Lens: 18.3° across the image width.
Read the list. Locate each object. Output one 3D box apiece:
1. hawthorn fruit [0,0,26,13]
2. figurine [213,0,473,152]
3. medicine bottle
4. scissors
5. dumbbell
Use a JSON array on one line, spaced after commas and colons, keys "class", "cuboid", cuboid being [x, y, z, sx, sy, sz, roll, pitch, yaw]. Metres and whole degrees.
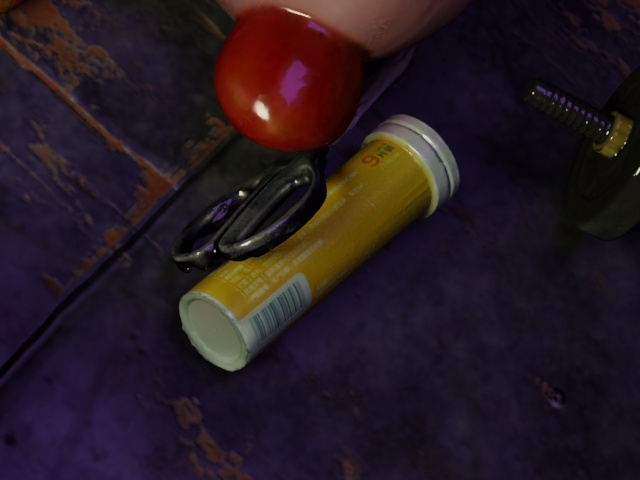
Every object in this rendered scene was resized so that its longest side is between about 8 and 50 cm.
[{"class": "hawthorn fruit", "cuboid": [-0.216, -0.196, 1.305, 0.081, 0.093, 0.081, 10, 64, -21]}, {"class": "figurine", "cuboid": [0.010, -0.222, 1.371, 0.269, 0.261, 0.211, 49, 15, 21]}, {"class": "medicine bottle", "cuboid": [0.000, 0.000, 1.333, 0.074, 0.074, 0.218, 49, 57, 2]}, {"class": "scissors", "cuboid": [0.000, -0.066, 1.368, 0.300, 0.109, 0.022, -48, 117, -46]}, {"class": "dumbbell", "cuboid": [0.288, -0.034, 1.445, 0.325, 0.143, 0.143, 27, 58, -12]}]
